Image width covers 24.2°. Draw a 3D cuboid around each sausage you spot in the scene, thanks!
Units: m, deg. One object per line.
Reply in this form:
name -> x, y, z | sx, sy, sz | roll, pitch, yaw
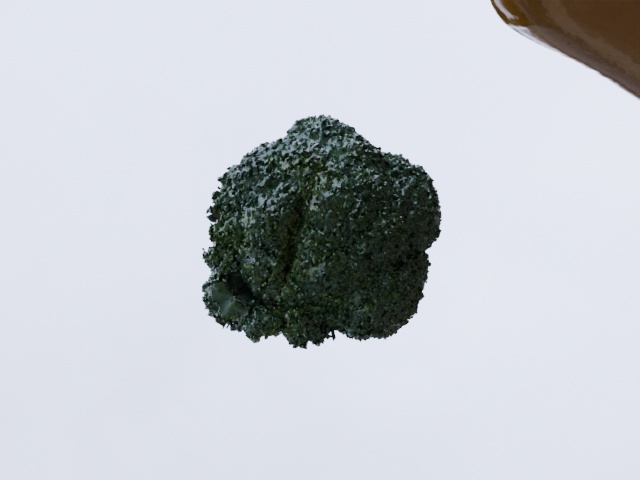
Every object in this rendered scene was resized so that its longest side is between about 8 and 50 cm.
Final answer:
sausage -> 0.276, -0.143, 1.035 | 0.354, 0.116, 0.134 | 25, -76, -23

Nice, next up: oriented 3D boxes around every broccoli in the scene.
broccoli -> 0.000, 0.000, 1.147 | 0.195, 0.195, 0.156 | -5, -26, -14
